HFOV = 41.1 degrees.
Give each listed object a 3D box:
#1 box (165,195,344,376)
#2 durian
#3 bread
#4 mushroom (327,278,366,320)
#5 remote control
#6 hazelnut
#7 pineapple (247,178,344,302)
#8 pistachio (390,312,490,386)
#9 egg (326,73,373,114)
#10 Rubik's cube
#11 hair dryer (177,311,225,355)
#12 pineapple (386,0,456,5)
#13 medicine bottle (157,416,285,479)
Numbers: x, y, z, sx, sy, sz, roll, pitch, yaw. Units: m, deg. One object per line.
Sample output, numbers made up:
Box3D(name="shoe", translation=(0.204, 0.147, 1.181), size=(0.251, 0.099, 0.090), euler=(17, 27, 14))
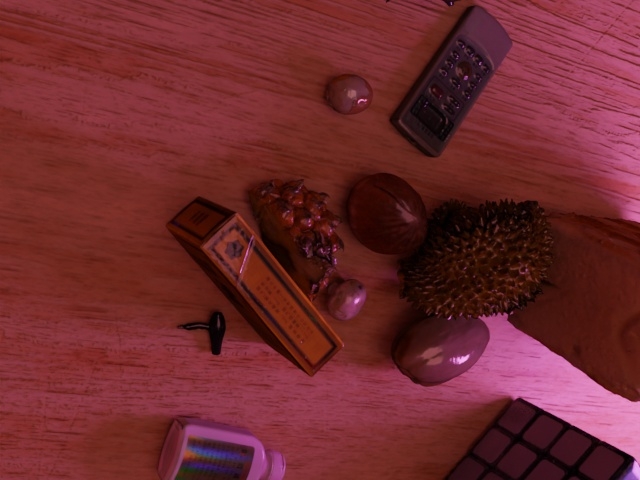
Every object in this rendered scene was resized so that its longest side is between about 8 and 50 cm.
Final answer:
Box3D(name="box", translation=(-0.110, 0.073, 1.410), size=(0.084, 0.193, 0.301), euler=(-44, 116, -13))
Box3D(name="durian", translation=(0.293, 0.038, 1.574), size=(0.293, 0.258, 0.258), euler=(-13, 106, -21))
Box3D(name="bread", translation=(0.631, 0.129, 1.667), size=(0.371, 0.390, 0.279), euler=(4, 113, -41))
Box3D(name="mushroom", translation=(0.045, 0.107, 1.566), size=(0.083, 0.067, 0.083), euler=(-37, 149, -27))
Box3D(name="remote control", translation=(0.251, -0.299, 1.597), size=(0.123, 0.038, 0.285), euler=(40, 82, -26))
Box3D(name="hazelnut", translation=(0.121, -0.044, 1.528), size=(0.150, 0.150, 0.150), euler=(-6, 103, -25))
Box3D(name="pineapple", translation=(-0.002, -0.005, 1.470), size=(0.140, 0.164, 0.249), euler=(-33, 110, -25))
Box3D(name="pistachio", translation=(0.229, 0.202, 1.637), size=(0.215, 0.144, 0.144), euler=(-19, 109, -35))
Box3D(name="egg", translation=(0.054, -0.256, 1.492), size=(0.083, 0.071, 0.071), euler=(-8, 104, -28))
Box3D(name="Rubik's cube", translation=(0.472, 0.584, 1.715), size=(0.337, 0.344, 0.344), euler=(-46, 116, -12))
Box3D(name="hair dryer", translation=(-0.207, 0.161, 1.481), size=(0.083, 0.031, 0.079), euler=(3, 109, -13))
Box3D(name="pineapple", translation=(0.268, -0.528, 1.482), size=(0.357, 0.223, 0.223), euler=(-23, 111, -1))
Box3D(name="medicine bottle", translation=(-0.169, 0.389, 1.511), size=(0.219, 0.078, 0.115), euler=(18, 90, -28))
